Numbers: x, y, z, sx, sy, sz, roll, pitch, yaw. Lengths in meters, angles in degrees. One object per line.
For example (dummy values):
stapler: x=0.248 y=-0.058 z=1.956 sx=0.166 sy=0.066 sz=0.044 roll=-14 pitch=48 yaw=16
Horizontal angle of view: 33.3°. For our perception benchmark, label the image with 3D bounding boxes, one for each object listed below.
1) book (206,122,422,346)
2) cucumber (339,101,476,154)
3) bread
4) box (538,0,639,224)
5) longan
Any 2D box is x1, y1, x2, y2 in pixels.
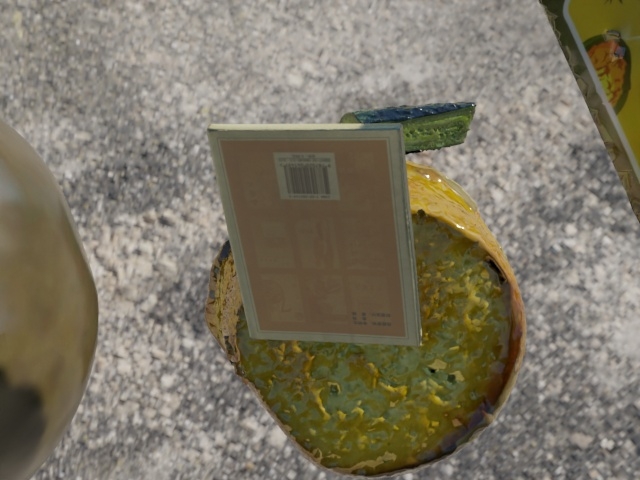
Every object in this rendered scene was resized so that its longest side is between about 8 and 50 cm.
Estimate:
book: x=0.000 y=-0.001 z=0.960 sx=0.170 sy=0.241 sz=0.018 roll=1 pitch=38 yaw=13
cucumber: x=0.133 y=-0.176 z=1.632 sx=0.211 sy=0.078 sz=0.062 roll=-13 pitch=41 yaw=-27
bread: x=0.067 y=0.099 z=1.286 sx=0.398 sy=0.398 sz=0.215 roll=16 pitch=13 yaw=-9
box: x=0.410 y=-0.157 z=0.801 sx=0.138 sy=0.420 sz=0.373 roll=4 pitch=61 yaw=-47
longan: x=-0.286 y=0.043 z=0.639 sx=0.319 sy=0.319 sz=0.319 roll=10 pitch=53 yaw=-14
